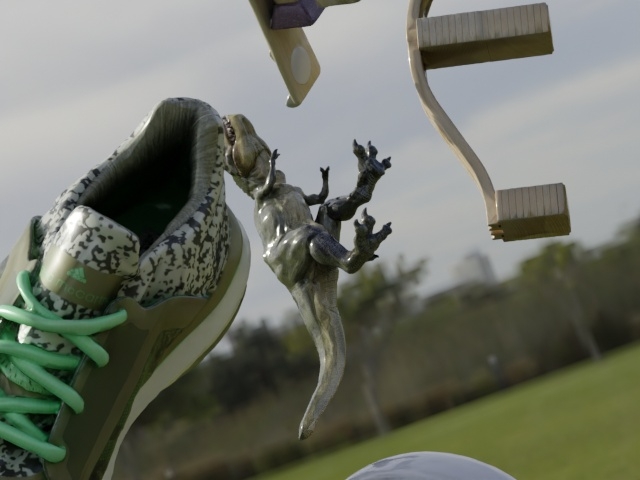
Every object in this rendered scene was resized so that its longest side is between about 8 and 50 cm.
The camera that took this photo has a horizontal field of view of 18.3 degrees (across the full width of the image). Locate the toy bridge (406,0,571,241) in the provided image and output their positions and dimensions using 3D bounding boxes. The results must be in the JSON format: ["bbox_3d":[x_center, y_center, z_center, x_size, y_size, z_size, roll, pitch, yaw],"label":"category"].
[{"bbox_3d":[0.070,-0.090,0.868,0.063,0.188,0.026,-7,-21,10],"label":"toy bridge"}]

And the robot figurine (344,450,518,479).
[{"bbox_3d":[0.032,0.233,1.029,0.209,0.173,0.278,13,37,26],"label":"robot figurine"}]

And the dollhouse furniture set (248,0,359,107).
[{"bbox_3d":[0.007,-0.116,0.873,0.091,0.081,0.114,-3,39,32],"label":"dollhouse furniture set"}]

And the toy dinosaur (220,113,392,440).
[{"bbox_3d":[0.000,0.000,1.386,0.064,0.268,0.118,20,-50,-40],"label":"toy dinosaur"}]

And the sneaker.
[{"bbox_3d":[-0.161,0.060,1.149,0.182,0.158,0.410,103,-169,-48],"label":"sneaker"}]
